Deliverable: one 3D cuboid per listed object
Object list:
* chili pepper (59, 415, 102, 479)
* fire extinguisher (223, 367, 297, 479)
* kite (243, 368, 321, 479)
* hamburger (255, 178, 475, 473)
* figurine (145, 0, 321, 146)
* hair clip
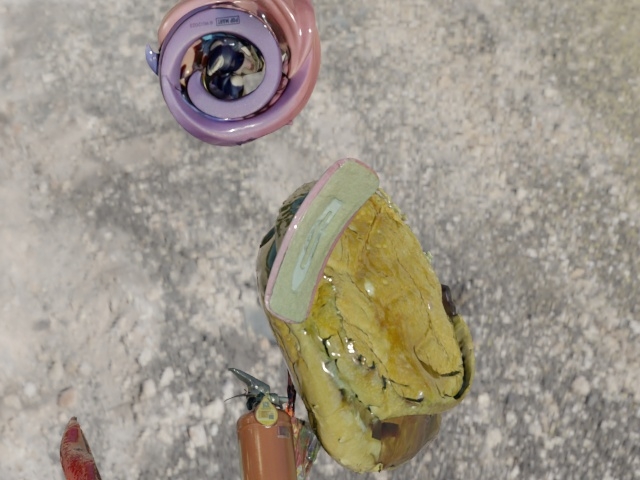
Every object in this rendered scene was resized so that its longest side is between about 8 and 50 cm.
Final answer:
[{"bbox_3d":[-0.191,0.186,0.811,0.027,0.045,0.178,-19,30,-13],"label":"chili pepper"},{"bbox_3d":[-0.044,0.188,0.807,0.062,0.050,0.177,8,62,-33],"label":"fire extinguisher"},{"bbox_3d":[-0.032,0.204,1.016,0.009,0.232,0.189,-2,74,18],"label":"kite"},{"bbox_3d":[0.037,0.084,1.012,0.265,0.134,0.285,-14,76,-56],"label":"hamburger"},{"bbox_3d":[-0.061,-0.152,0.751,0.126,0.114,0.157,-10,37,8],"label":"figurine"},{"bbox_3d":[-0.001,0.000,0.787,0.022,0.054,0.137,28,91,44],"label":"hair clip"}]
